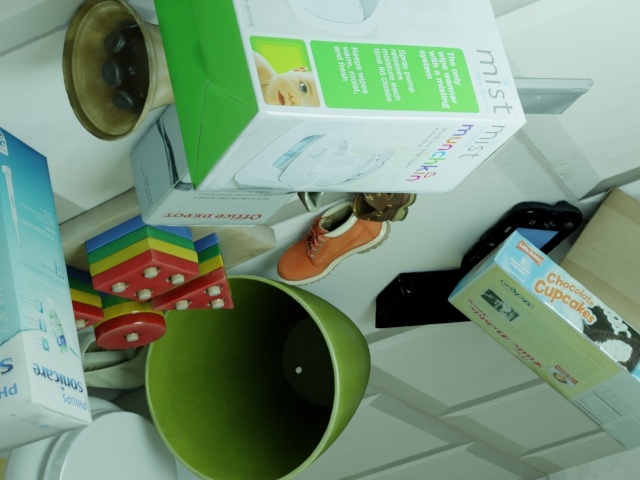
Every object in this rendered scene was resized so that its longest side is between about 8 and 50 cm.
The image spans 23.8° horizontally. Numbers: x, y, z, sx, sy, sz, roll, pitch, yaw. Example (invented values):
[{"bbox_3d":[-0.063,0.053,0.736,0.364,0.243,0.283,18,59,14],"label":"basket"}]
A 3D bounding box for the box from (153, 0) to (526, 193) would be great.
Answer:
[{"bbox_3d":[0.002,-0.174,1.159,0.231,0.262,0.127,0,155,-29],"label":"box"}]

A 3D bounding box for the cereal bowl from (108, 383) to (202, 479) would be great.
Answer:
[{"bbox_3d":[-0.225,0.294,2.347,0.339,0.141,0.339,-12,159,-5],"label":"cereal bowl"}]

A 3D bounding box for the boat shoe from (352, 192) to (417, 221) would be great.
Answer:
[{"bbox_3d":[0.073,-0.062,1.747,0.060,0.064,0.178,-12,161,-10],"label":"boat shoe"}]

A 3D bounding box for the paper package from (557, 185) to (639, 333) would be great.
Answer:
[{"bbox_3d":[0.471,0.122,2.058,0.168,0.325,0.309,-52,163,-14],"label":"paper package"}]

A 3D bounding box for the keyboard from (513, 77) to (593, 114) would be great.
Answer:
[{"bbox_3d":[0.175,-0.157,1.650,0.256,0.014,0.072,-2,161,-27],"label":"keyboard"}]

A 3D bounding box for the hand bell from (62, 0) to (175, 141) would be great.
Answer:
[{"bbox_3d":[-0.101,-0.162,1.383,0.242,0.126,0.126,-10,162,-45],"label":"hand bell"}]

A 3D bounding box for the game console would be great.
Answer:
[{"bbox_3d":[0.227,0.036,2.113,0.213,0.044,0.361,-4,156,-24],"label":"game console"}]

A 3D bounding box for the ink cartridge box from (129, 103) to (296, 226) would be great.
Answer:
[{"bbox_3d":[-0.083,-0.096,1.538,0.153,0.087,0.208,1,154,-33],"label":"ink cartridge box"}]

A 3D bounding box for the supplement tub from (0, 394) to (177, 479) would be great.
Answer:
[{"bbox_3d":[-0.381,0.331,2.090,0.331,0.241,0.241,-3,171,43],"label":"supplement tub"}]

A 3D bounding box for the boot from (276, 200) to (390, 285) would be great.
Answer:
[{"bbox_3d":[0.000,0.000,1.877,0.158,0.059,0.085,-31,151,19],"label":"boot"}]

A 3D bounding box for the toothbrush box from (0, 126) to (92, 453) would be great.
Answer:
[{"bbox_3d":[-0.364,0.062,1.479,0.216,0.295,0.126,-20,157,14],"label":"toothbrush box"}]

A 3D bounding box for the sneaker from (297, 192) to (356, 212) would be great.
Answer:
[{"bbox_3d":[0.046,-0.089,1.640,0.066,0.071,0.188,5,157,-44],"label":"sneaker"}]

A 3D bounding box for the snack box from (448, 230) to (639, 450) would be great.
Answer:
[{"bbox_3d":[0.329,0.135,1.964,0.060,0.322,0.187,-50,180,-23],"label":"snack box"}]

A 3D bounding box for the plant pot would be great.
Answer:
[{"bbox_3d":[-0.046,0.178,2.052,0.275,0.274,0.293,-22,172,22],"label":"plant pot"}]

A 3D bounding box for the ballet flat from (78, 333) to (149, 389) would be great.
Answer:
[{"bbox_3d":[-0.340,0.157,2.049,0.248,0.086,0.086,0,155,-34],"label":"ballet flat"}]

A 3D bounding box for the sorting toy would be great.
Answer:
[{"bbox_3d":[-0.217,0.047,1.810,0.257,0.089,0.255,-25,156,25],"label":"sorting toy"}]
